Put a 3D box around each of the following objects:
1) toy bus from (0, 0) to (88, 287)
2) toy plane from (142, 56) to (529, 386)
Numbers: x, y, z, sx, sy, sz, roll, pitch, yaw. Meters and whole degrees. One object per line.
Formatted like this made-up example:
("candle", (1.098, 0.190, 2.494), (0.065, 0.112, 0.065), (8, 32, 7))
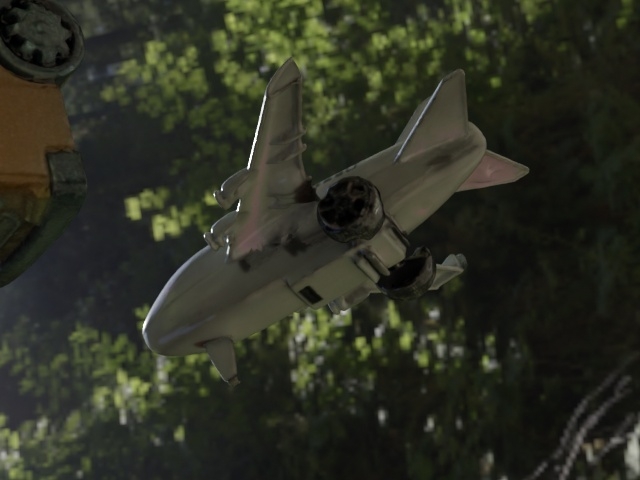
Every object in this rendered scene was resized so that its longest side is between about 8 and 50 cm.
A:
("toy bus", (-0.146, -0.078, 0.421), (0.103, 0.091, 0.182), (-2, -112, -38))
("toy plane", (0.000, 0.000, 0.528), (0.162, 0.171, 0.065), (45, -172, -50))
